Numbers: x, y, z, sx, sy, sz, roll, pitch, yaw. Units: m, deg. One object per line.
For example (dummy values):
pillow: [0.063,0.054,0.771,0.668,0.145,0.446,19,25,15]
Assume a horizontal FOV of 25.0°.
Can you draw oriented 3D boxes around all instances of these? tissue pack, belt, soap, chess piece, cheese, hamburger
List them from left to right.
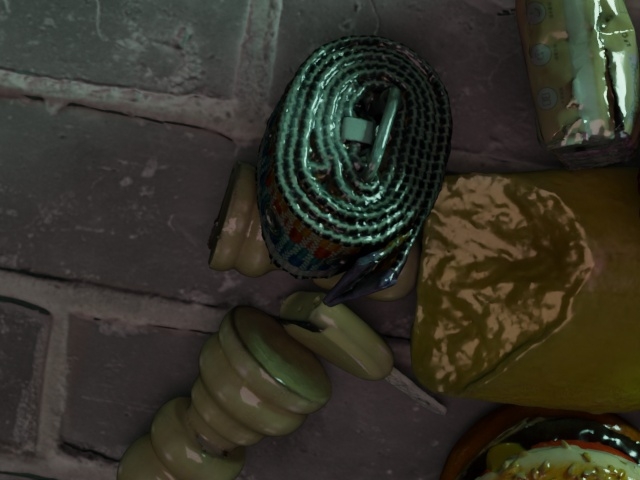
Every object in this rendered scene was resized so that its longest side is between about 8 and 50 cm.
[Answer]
chess piece: [-0.138,0.242,1.837,0.167,0.167,0.300,39,109,-7]
chess piece: [0.000,0.000,1.776,0.260,0.143,0.143,15,104,-8]
belt: [0.034,-0.092,1.662,0.206,0.160,0.295,26,65,-9]
cheese: [0.064,0.151,1.826,0.251,0.127,0.054,37,75,-21]
hamburger: [0.300,0.374,1.788,0.329,0.250,0.330,1,104,3]
tissue pack: [0.294,-0.220,1.625,0.123,0.215,0.257,-7,83,15]
soap: [0.329,0.062,1.755,0.427,0.115,0.306,0,96,-11]

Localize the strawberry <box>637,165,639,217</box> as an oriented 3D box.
strawberry: [0.498,-0.148,1.615,0.317,0.295,0.345,-26,61,36]
